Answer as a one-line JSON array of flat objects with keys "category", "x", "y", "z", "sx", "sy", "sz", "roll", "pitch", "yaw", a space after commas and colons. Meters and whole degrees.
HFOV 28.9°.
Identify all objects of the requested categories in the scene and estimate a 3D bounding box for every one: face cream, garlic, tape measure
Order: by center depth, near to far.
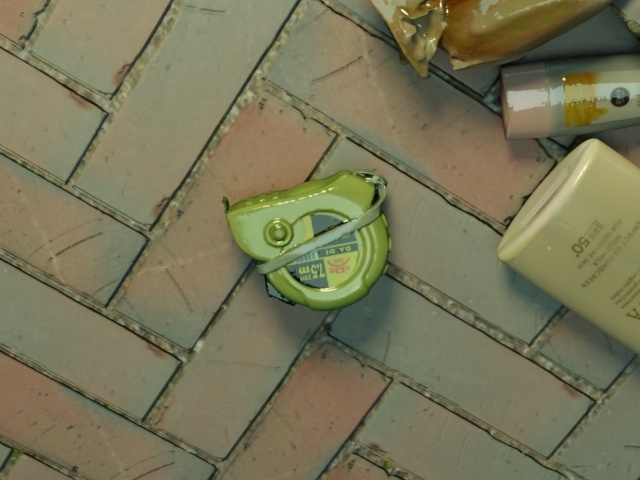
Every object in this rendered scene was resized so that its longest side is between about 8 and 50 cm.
[{"category": "garlic", "x": 0.162, "y": -0.318, "z": 1.200, "sx": 0.325, "sy": 0.132, "sz": 0.279, "roll": -36, "pitch": 109, "yaw": 17}, {"category": "face cream", "x": 0.289, "y": -0.154, "z": 1.310, "sx": 0.198, "sy": 0.057, "sz": 0.084, "roll": -7, "pitch": 112, "yaw": 3}, {"category": "tape measure", "x": 0.000, "y": 0.000, "z": 1.362, "sx": 0.177, "sy": 0.087, "sz": 0.154, "roll": -16, "pitch": 100, "yaw": 6}, {"category": "face cream", "x": 0.380, "y": 0.046, "z": 1.382, "sx": 0.348, "sy": 0.081, "sz": 0.173, "roll": 34, "pitch": 110, "yaw": -13}]

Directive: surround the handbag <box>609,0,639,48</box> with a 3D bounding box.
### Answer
[{"category": "handbag", "x": 0.358, "y": -0.262, "z": 1.232, "sx": 0.095, "sy": 0.117, "sz": 0.173, "roll": 47, "pitch": 115, "yaw": 28}]
